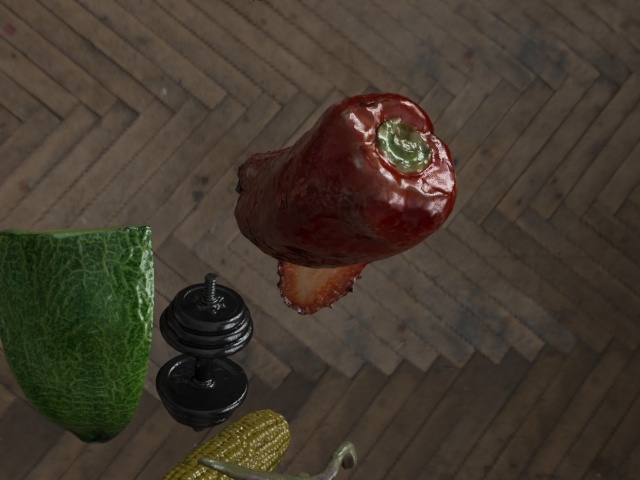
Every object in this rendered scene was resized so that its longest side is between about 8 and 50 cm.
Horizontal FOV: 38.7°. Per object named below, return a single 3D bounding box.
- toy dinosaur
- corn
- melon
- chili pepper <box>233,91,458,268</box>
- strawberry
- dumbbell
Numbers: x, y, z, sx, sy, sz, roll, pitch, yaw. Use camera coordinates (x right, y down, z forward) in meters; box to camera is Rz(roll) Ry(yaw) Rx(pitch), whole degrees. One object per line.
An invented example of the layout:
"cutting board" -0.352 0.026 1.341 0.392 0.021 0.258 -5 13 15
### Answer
"toy dinosaur" -0.034 0.270 0.915 0.072 0.200 0.251 12 119 22
"corn" -0.130 0.314 1.227 0.106 0.305 0.106 8 110 23
"melon" -0.295 0.130 1.138 0.196 0.124 0.323 -1 109 -1
"chili pepper" 0.009 -0.022 0.406 0.070 0.123 0.073 -34 95 -24
"strawberry" 0.000 -0.005 1.245 0.167 0.208 0.087 28 28 -34
"dumbbell" -0.121 0.121 0.953 0.099 0.208 0.099 6 33 -4
